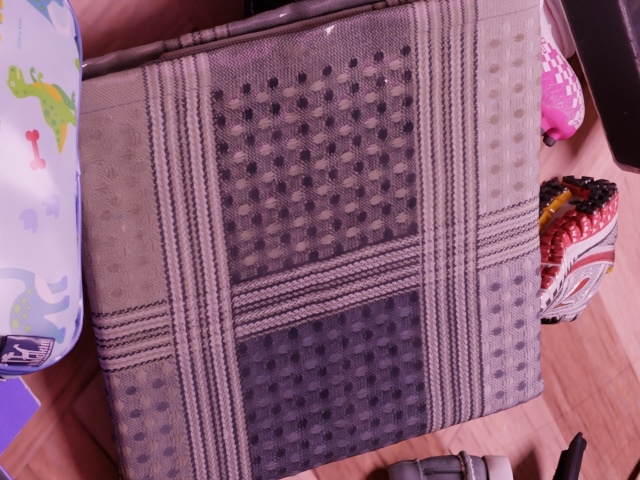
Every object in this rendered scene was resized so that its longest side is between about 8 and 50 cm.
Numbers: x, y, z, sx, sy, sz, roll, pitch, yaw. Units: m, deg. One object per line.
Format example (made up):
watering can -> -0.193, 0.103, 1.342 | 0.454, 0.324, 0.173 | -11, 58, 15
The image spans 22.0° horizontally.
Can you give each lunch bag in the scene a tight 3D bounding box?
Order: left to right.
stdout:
lunch bag -> -0.201, -0.038, 0.812 | 0.176, 0.090, 0.218 | 16, 71, -51

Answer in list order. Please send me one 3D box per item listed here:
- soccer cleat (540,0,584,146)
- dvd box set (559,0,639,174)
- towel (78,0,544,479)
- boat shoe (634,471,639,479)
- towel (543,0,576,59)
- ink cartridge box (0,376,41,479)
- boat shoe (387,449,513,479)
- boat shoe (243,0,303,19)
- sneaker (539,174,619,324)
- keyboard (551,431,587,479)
soccer cleat -> 0.109, -0.184, 1.134 | 0.331, 0.116, 0.143 | 35, 85, -46
dvd box set -> 0.326, -0.299, 1.317 | 0.420, 0.062, 0.307 | -53, 139, -24
towel -> 0.000, 0.000, 1.022 | 0.312, 0.056, 0.324 | -15, 121, -19
boat shoe -> 0.298, 0.323, 1.500 | 0.285, 0.092, 0.103 | -59, 136, -20
towel -> 0.209, -0.353, 1.239 | 0.331, 0.053, 0.317 | -57, 143, -20
ink cartridge box -> -0.249, 0.100, 0.862 | 0.208, 0.045, 0.206 | -52, 132, -28
boat shoe -> 0.079, 0.312, 1.273 | 0.099, 0.116, 0.319 | 6, 106, -6
boat shoe -> 0.007, -0.073, 1.072 | 0.102, 0.108, 0.301 | -54, 141, -27
sneaker -> 0.172, 0.038, 1.292 | 0.225, 0.088, 0.092 | -37, 126, -37
keyboard -> 0.162, 0.293, 1.282 | 0.317, 0.033, 0.201 | -50, 151, -67
